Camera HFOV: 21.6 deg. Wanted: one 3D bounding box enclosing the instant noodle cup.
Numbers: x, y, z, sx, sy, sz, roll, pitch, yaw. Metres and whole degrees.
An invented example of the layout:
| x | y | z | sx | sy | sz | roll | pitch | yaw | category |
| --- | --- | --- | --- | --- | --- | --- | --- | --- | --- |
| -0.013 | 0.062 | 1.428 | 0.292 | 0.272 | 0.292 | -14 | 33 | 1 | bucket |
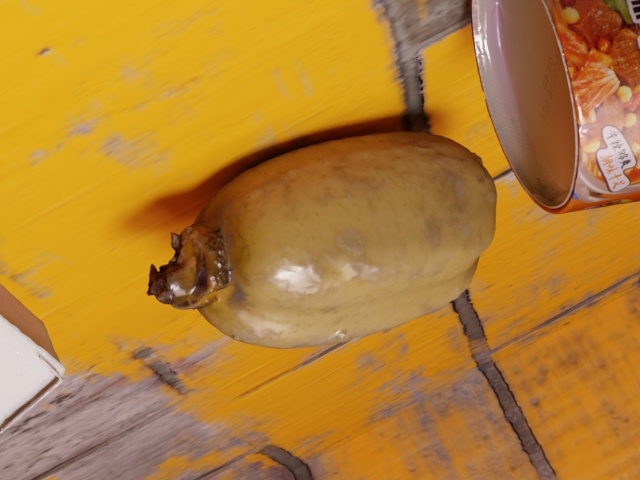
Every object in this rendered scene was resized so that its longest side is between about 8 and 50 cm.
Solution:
| x | y | z | sx | sy | sz | roll | pitch | yaw | category |
| --- | --- | --- | --- | --- | --- | --- | --- | --- | --- |
| 0.227 | -0.137 | 1.168 | 0.192 | 0.250 | 0.250 | -15 | 162 | -10 | instant noodle cup |

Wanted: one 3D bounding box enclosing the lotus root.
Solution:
| x | y | z | sx | sy | sz | roll | pitch | yaw | category |
| --- | --- | --- | --- | --- | --- | --- | --- | --- | --- |
| 0.000 | 0.000 | 1.353 | 0.342 | 0.151 | 0.169 | -11 | 142 | -34 | lotus root |

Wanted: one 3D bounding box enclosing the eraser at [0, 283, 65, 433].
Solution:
| x | y | z | sx | sy | sz | roll | pitch | yaw | category |
| --- | --- | --- | --- | --- | --- | --- | --- | --- | --- |
| -0.298 | 0.120 | 0.979 | 0.287 | 0.086 | 0.130 | -40 | 127 | 3 | eraser |
